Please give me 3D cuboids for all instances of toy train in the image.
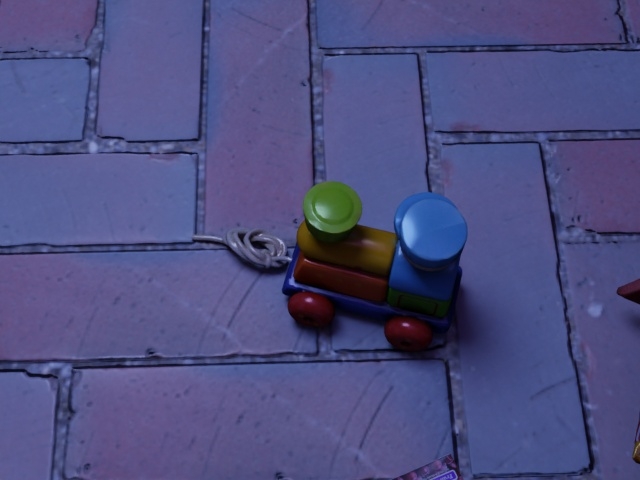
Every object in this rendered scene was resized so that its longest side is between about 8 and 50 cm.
[{"bbox_3d":[0.000,0.000,0.787,0.248,0.143,0.105,14,63,6],"label":"toy train"}]

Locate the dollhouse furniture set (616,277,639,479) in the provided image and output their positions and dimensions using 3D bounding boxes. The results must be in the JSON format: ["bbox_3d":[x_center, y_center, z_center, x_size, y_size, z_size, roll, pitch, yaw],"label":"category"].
[{"bbox_3d":[0.422,0.166,0.733,0.374,0.152,0.201,23,63,-9],"label":"dollhouse furniture set"}]

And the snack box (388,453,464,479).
[{"bbox_3d":[0.059,0.241,0.726,0.141,0.037,0.100,-21,67,-11],"label":"snack box"}]
